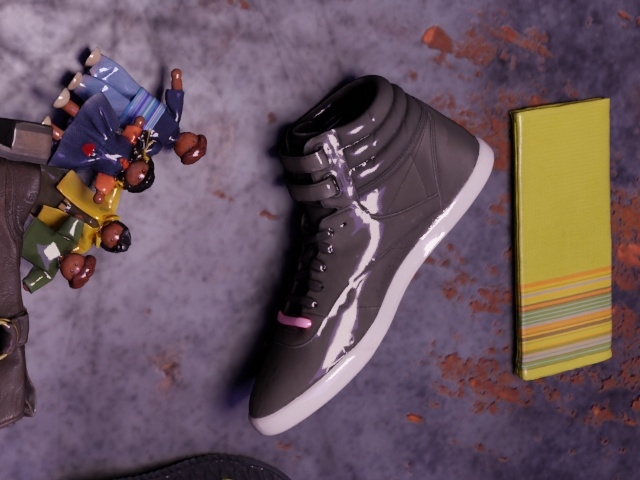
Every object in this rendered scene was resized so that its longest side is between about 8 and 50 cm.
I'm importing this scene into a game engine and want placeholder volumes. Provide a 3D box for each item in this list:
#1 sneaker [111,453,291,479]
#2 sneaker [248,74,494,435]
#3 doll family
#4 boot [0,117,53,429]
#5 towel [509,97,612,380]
[{"bbox_3d":[-0.116,0.225,1.274,0.209,0.069,0.082,-6,138,-33],"label":"sneaker"},{"bbox_3d":[0.000,0.000,1.251,0.147,0.104,0.296,41,77,-25],"label":"sneaker"},{"bbox_3d":[-0.160,-0.048,1.172,0.111,0.076,0.193,35,91,-8],"label":"doll family"},{"bbox_3d":[-0.258,0.030,1.025,0.263,0.091,0.229,1,97,-58],"label":"boot"},{"bbox_3d":[0.208,-0.001,1.393,0.102,0.021,0.237,-11,105,-29],"label":"towel"}]
